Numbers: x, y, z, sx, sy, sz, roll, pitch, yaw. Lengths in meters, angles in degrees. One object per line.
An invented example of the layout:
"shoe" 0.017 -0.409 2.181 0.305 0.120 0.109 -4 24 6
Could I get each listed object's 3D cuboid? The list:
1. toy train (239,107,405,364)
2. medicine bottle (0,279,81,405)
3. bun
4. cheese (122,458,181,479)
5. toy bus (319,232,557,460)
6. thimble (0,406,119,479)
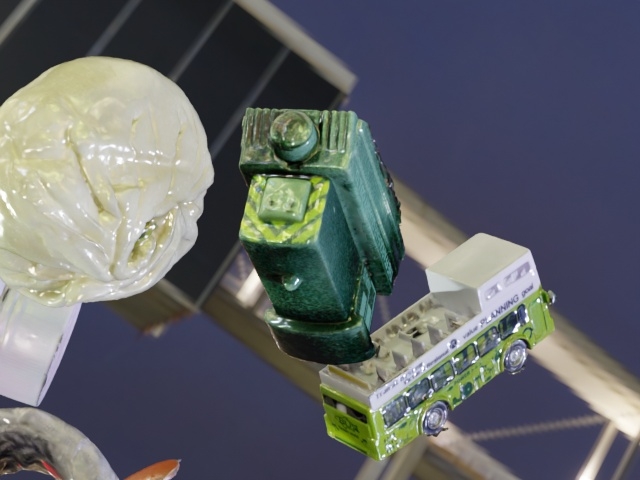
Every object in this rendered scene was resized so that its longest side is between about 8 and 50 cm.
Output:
"toy train" 0.000 0.000 1.577 0.138 0.178 0.330 4 -28 16
"medicine bottle" -0.377 0.064 1.492 0.254 0.152 0.152 22 -22 -6
"bun" -0.185 -0.038 1.270 0.145 0.229 0.229 42 -17 30
"cheese" -0.121 0.189 0.946 0.256 0.106 0.037 -138 -157 -79
"toy bus" 0.136 0.123 1.737 0.113 0.301 0.139 20 -45 47
"thimble" -0.337 0.306 1.674 0.245 0.217 0.157 14 -23 10
